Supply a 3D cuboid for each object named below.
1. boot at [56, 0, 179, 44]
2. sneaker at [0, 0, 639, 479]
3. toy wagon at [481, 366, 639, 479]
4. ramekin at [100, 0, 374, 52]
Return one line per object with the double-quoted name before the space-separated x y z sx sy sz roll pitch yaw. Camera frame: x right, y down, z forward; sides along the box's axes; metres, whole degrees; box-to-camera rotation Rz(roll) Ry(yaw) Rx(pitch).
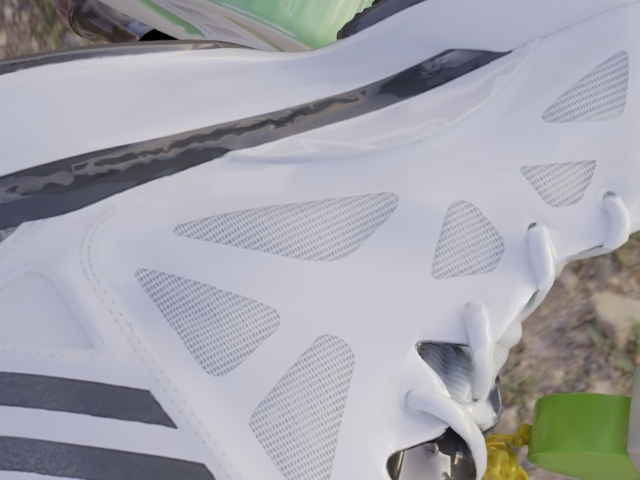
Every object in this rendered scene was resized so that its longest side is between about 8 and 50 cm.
"boot" -0.147 -0.207 1.475 0.219 0.082 0.106 -7 36 -47
"sneaker" 0.055 0.036 0.589 0.448 0.169 0.257 -14 69 -10
"toy wagon" 0.234 0.094 0.649 0.345 0.267 0.068 4 72 20
"ramekin" -0.065 -0.238 1.202 0.303 0.303 0.148 21 88 -2
